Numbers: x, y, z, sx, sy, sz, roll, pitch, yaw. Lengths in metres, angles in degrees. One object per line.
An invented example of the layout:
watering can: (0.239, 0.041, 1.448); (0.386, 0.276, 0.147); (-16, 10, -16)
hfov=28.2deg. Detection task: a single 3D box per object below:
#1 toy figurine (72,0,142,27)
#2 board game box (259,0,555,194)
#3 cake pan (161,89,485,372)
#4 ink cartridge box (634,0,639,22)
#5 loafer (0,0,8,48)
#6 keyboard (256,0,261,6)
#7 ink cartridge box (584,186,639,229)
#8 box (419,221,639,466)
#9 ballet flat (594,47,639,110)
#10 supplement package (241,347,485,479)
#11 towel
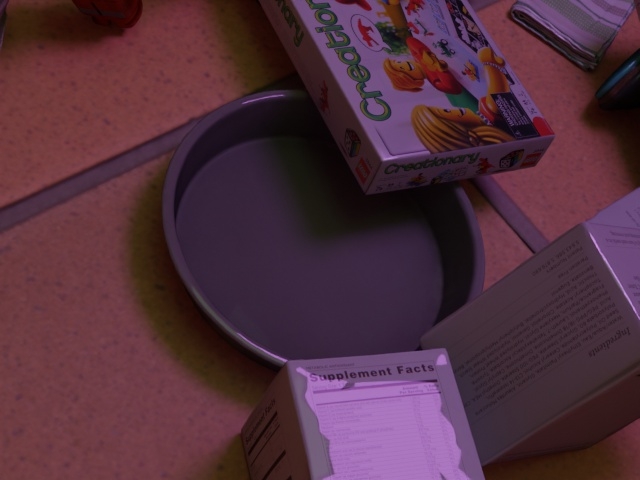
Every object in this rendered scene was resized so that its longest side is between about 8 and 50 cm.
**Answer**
toy figurine: (-0.186, -0.324, 1.146); (0.209, 0.148, 0.213); (-34, 74, -1)
board game box: (0.064, -0.186, 1.197); (0.193, 0.053, 0.305); (-11, 59, -30)
cake pan: (0.000, 0.000, 1.112); (0.293, 0.054, 0.293); (10, 56, -15)
ink cartridge box: (0.416, -0.184, 1.263); (0.160, 0.092, 0.219); (-4, 74, -26)
loafer: (-0.323, -0.162, 1.074); (0.102, 0.092, 0.268); (15, 39, -14)
keyboard: (0.052, -0.307, 1.345); (0.317, 0.033, 0.201); (-28, 67, -32)
ink cartridge box: (0.383, 0.004, 1.252); (0.333, 0.065, 0.165); (-26, 72, -34)
box: (0.213, 0.084, 1.027); (0.181, 0.182, 0.119); (5, 53, -51)
ballet flat: (0.393, -0.207, 1.376); (0.096, 0.095, 0.280); (42, 54, -3)
supplement package: (0.043, 0.219, 0.938); (0.139, 0.134, 0.244); (-2, 60, -22)
towel: (0.286, -0.263, 1.411); (0.113, 0.023, 0.152); (37, 53, 3)
